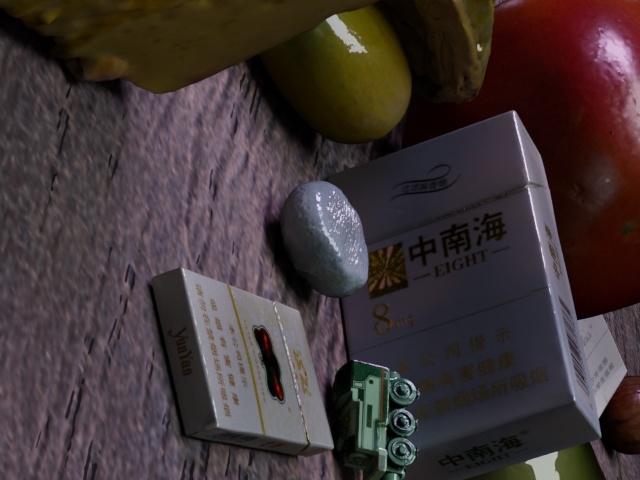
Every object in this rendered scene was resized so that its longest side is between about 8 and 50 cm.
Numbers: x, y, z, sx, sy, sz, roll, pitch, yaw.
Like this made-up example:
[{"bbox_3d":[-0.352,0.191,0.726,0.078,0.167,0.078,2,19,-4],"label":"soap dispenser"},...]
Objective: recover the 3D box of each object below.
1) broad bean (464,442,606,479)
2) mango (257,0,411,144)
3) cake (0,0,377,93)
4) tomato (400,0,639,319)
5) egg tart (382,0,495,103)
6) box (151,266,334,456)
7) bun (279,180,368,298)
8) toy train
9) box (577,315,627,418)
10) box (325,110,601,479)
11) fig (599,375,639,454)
[{"bbox_3d":[0.156,0.188,1.340,0.291,0.119,0.238,69,17,-2],"label":"broad bean"},{"bbox_3d":[-0.004,-0.149,1.271,0.195,0.092,0.130,39,37,-44],"label":"mango"},{"bbox_3d":[-0.052,-0.218,0.946,0.286,0.227,0.222,31,42,-65],"label":"cake"},{"bbox_3d":[0.214,-0.058,1.499,0.298,0.299,0.226,59,-1,-35],"label":"tomato"},{"bbox_3d":[0.053,-0.236,1.355,0.291,0.107,0.291,51,-9,12],"label":"egg tart"},{"bbox_3d":[-0.041,0.072,1.014,0.167,0.024,0.090,25,48,-66],"label":"box"},{"bbox_3d":[0.000,0.000,1.184,0.083,0.045,0.083,54,23,-36],"label":"bun"},{"bbox_3d":[0.035,0.120,1.158,0.033,0.053,0.083,122,-23,-52],"label":"toy train"},{"bbox_3d":[0.240,0.095,1.776,0.109,0.029,0.198,-52,128,-34],"label":"box"},{"bbox_3d":[0.095,0.041,1.252,0.067,0.155,0.243,51,25,-52],"label":"box"},{"bbox_3d":[0.372,0.185,2.006,0.089,0.125,0.089,58,17,-29],"label":"fig"}]
